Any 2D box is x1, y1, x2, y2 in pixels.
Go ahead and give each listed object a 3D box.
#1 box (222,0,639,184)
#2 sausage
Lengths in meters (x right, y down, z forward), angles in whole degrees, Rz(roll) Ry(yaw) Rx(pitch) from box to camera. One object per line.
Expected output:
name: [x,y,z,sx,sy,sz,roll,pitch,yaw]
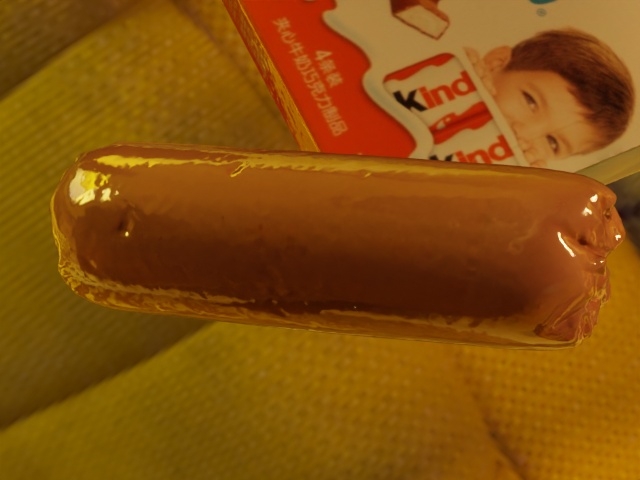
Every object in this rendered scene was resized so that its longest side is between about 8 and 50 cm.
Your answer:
box: [0.092,-0.139,1.161,0.273,0.265,0.048,61,165,23]
sausage: [-0.001,0.001,0.835,0.289,0.086,0.086,5,125,24]
